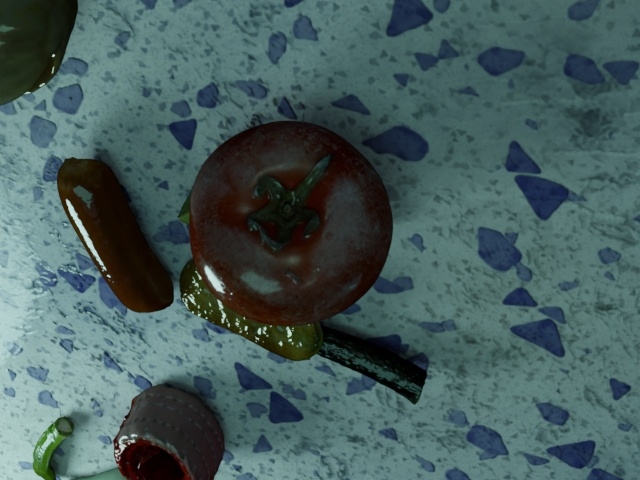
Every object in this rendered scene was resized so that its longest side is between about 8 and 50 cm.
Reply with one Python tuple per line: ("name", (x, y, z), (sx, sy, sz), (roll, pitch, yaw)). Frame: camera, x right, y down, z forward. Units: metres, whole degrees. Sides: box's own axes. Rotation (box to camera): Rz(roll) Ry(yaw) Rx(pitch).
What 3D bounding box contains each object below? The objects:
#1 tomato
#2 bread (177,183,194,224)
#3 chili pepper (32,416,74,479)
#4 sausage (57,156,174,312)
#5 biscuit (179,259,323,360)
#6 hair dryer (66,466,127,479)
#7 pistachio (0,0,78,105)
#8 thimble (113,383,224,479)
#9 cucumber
("tomato", (-0.038, -0.018, 1.679), (0.270, 0.270, 0.227), (15, 168, 5))
("bread", (-0.127, -0.021, 1.820), (0.074, 0.084, 0.139), (-21, 121, 31))
("chili pepper", (-0.493, 0.384, 2.324), (0.052, 0.050, 0.202), (52, 139, 22))
("sausage", (-0.306, 0.003, 1.901), (0.089, 0.083, 0.300), (-14, 126, 14))
("biscuit", (-0.106, 0.104, 1.933), (0.247, 0.029, 0.118), (25, 128, 14))
("hair dryer", (-0.350, 0.505, 2.380), (0.206, 0.075, 0.237), (-15, 132, 37))
("pistachio", (-0.430, -0.274, 1.655), (0.288, 0.166, 0.197), (-21, 97, 37))
("thimble", (-0.256, 0.342, 2.152), (0.163, 0.125, 0.189), (-3, 129, 24))
("cucumber", (0.061, 0.179, 1.948), (0.214, 0.058, 0.052), (25, 177, 4))
